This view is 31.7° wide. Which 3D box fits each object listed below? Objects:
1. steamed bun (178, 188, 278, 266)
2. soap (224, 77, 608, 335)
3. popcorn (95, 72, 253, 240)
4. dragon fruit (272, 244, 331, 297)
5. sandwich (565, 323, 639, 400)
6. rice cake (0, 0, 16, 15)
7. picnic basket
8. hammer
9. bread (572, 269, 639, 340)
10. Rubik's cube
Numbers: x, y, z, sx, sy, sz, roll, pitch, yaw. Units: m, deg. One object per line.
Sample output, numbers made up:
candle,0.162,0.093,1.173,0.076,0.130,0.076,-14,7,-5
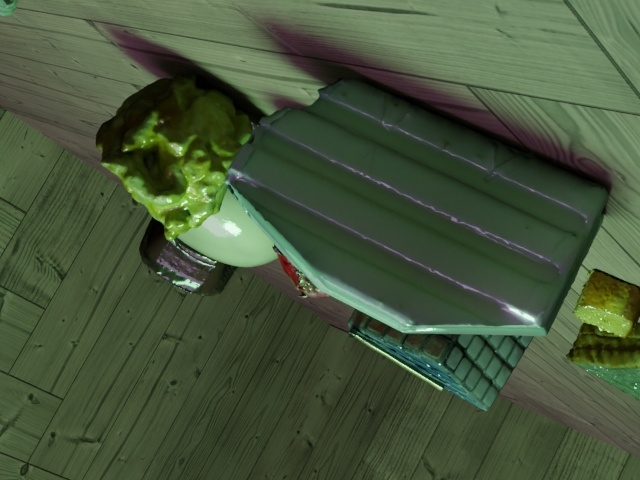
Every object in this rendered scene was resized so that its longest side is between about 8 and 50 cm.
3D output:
steamed bun,-0.192,-0.070,2.256,0.324,0.206,0.324,25,164,8
soap,0.109,-0.028,1.446,0.446,0.261,0.156,26,174,15
popcorn,-0.230,-0.147,1.892,0.293,0.293,0.237,20,149,43
dragon fruit,0.019,-0.007,1.968,0.147,0.211,0.282,59,175,-32
sandwich,0.626,0.250,1.971,0.301,0.099,0.271,32,171,-15
rice cake,-0.638,-0.471,1.967,0.237,0.043,0.127,32,172,-18
picnic basket,-0.247,-0.039,2.477,0.222,0.297,0.129,30,149,-9
hammer,0.135,0.214,2.023,0.199,0.013,0.062,32,170,1
bread,0.460,0.106,1.793,0.103,0.065,0.187,21,172,11
Rubik's cube,0.236,0.136,2.068,0.237,0.238,0.237,24,168,40
